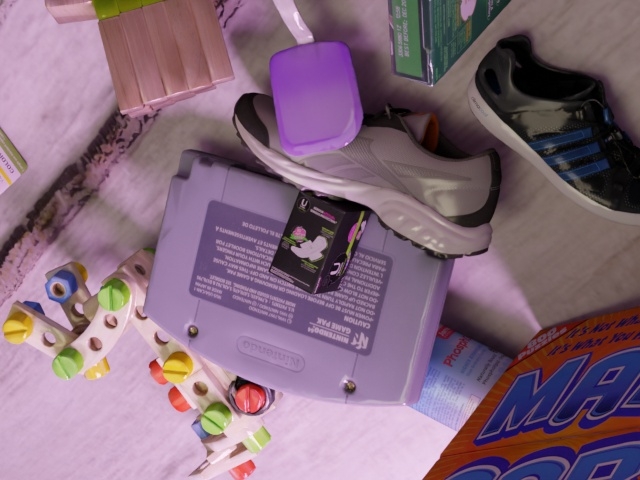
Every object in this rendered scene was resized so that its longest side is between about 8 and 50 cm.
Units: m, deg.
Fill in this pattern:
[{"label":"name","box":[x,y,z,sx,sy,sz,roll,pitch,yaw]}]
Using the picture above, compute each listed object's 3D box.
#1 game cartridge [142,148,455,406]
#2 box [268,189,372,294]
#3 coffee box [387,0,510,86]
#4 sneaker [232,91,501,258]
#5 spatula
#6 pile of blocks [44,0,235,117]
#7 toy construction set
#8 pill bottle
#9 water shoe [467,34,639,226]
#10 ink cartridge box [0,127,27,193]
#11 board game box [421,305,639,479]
[{"label":"game cartridge","box":[-0.024,0.044,1.611,0.297,0.062,0.198,18,105,23]},{"label":"box","box":[0.000,0.000,1.534,0.052,0.062,0.083,28,105,22]},{"label":"coffee box","box":[0.110,-0.210,1.258,0.040,0.184,0.113,19,137,26]},{"label":"sneaker","box":[0.045,-0.082,1.504,0.271,0.100,0.108,25,110,23]},{"label":"spatula","box":[-0.032,-0.217,1.434,0.084,0.030,0.296,-8,111,25]},{"label":"pile of blocks","box":[-0.211,-0.264,1.522,0.362,0.149,0.112,49,177,1]},{"label":"toy construction set","box":[-0.160,0.141,1.795,0.215,0.151,0.328,-34,112,23]},{"label":"pill bottle","box":[0.126,0.133,1.627,0.160,0.087,0.087,26,138,14]},{"label":"water shoe","box":[0.213,-0.088,1.376,0.203,0.073,0.080,34,137,5]},{"label":"ink cartridge box","box":[-0.456,-0.066,1.744,0.097,0.255,0.189,-16,116,43]},{"label":"board game box","box":[0.304,0.291,1.389,0.356,0.356,0.356,50,149,-12]}]
